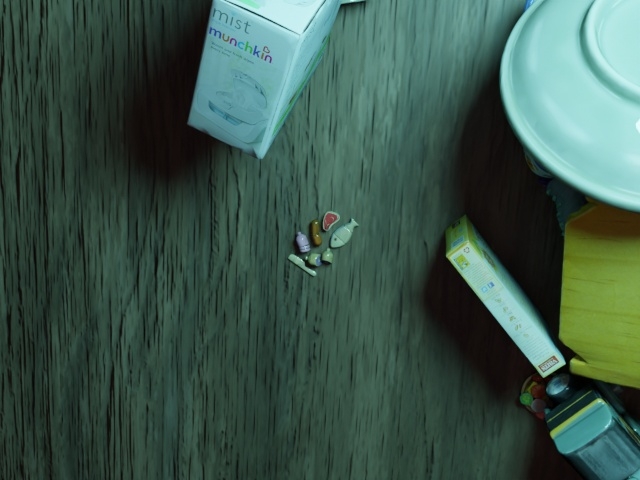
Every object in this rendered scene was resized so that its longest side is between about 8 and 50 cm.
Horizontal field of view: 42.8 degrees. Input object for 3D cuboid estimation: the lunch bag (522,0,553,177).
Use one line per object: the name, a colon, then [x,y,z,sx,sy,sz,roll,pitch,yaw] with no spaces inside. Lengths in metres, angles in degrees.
lunch bag: [0.411,-0.238,1.172,0.243,0.115,0.304,0,88,10]

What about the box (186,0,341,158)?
box: [-0.060,-0.289,1.134,0.126,0.262,0.231,25,141,1]

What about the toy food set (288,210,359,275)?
toy food set: [0.000,0.000,1.366,0.078,0.019,0.122,35,106,-2]

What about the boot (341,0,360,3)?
boot: [0.056,-0.463,1.212,0.189,0.076,0.209,-8,97,24]

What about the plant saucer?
plant saucer: [0.423,-0.221,0.993,0.400,0.100,0.401,-4,61,7]

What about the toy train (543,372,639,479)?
toy train: [0.480,0.357,1.294,0.142,0.190,0.334,-38,103,15]

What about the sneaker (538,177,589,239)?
sneaker: [0.387,-0.055,1.277,0.098,0.083,0.224,6,94,17]

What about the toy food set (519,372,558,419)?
toy food set: [0.381,0.261,1.381,0.083,0.020,0.083,31,106,-1]

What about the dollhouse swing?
dollhouse swing: [0.536,-0.003,1.165,0.315,0.305,0.347,10,132,24]

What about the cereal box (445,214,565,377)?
cereal box: [0.282,0.082,1.270,0.047,0.173,0.240,-37,96,15]
